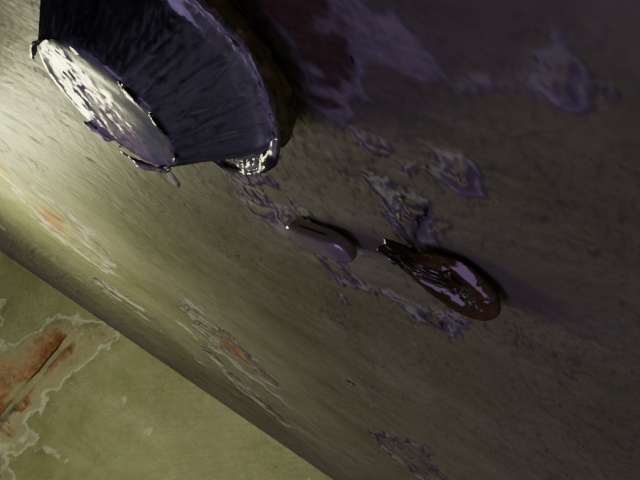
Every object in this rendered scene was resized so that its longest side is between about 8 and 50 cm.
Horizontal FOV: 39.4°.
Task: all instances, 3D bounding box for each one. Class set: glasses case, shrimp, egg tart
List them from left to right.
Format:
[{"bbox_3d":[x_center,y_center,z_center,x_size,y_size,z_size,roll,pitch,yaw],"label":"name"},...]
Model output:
[{"bbox_3d":[-0.126,-0.124,0.637,0.234,0.094,0.234,35,160,14],"label":"egg tart"},{"bbox_3d":[0.000,0.000,0.816,0.083,0.021,0.032,18,157,47],"label":"glasses case"},{"bbox_3d":[0.095,0.025,0.696,0.108,0.023,0.059,35,153,10],"label":"shrimp"}]
